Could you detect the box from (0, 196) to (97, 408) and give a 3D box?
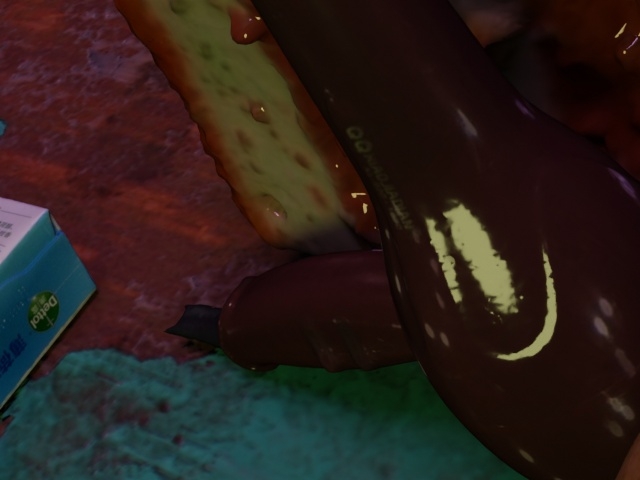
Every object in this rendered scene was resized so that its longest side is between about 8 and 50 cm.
[{"bbox_3d":[-0.252,0.036,0.959,0.194,0.073,0.139,12,54,36],"label":"box"}]

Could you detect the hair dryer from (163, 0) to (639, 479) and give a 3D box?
[{"bbox_3d":[0.000,0.000,0.751,0.340,0.312,0.123,-8,39,51],"label":"hair dryer"}]

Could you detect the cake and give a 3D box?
[{"bbox_3d":[0.089,-0.141,0.820,0.319,0.269,0.270,3,48,30],"label":"cake"}]

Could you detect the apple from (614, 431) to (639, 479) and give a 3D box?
[{"bbox_3d":[0.212,0.133,0.529,0.261,0.194,0.261,-15,44,15],"label":"apple"}]
